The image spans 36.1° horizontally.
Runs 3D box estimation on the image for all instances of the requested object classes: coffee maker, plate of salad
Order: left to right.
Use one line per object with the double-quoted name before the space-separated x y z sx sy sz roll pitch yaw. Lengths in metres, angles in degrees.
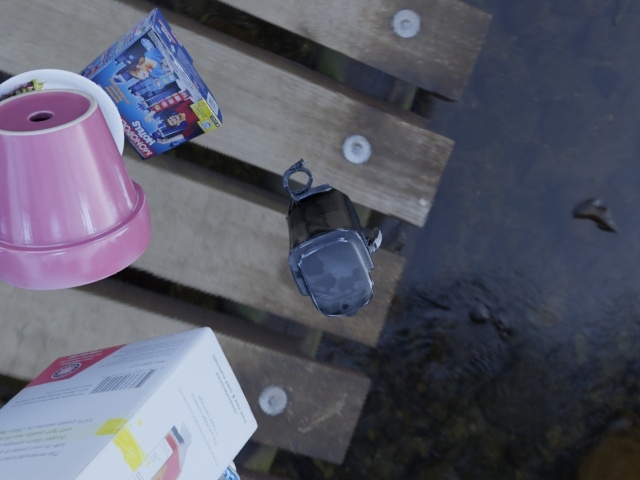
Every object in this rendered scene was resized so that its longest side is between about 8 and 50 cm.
"plate of salad" -0.363 -0.131 1.319 0.200 0.048 0.199 -9 120 -17
"coffee maker" 0.000 0.000 1.347 0.171 0.178 0.120 43 101 -16

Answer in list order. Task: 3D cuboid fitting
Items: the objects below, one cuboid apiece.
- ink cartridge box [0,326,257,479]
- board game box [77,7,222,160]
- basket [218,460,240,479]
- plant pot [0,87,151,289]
"ink cartridge box" -0.294 0.283 1.157 0.279 0.384 0.160 -12 110 30
"board game box" -0.278 -0.221 1.480 0.194 0.060 0.194 -21 129 16
"basket" -0.237 0.392 1.503 0.201 0.289 0.255 -41 114 9
"plant pot" -0.307 -0.070 1.146 0.201 0.201 0.180 -9 121 -9
